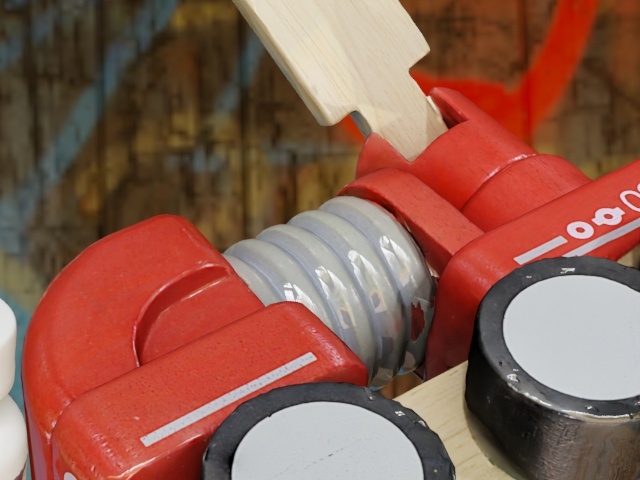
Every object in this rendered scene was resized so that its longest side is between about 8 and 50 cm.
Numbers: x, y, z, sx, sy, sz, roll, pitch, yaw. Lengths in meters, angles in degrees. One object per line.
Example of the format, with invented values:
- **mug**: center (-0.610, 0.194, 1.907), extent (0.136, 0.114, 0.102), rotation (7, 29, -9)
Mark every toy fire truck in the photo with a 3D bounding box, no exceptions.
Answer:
- **toy fire truck**: center (0.000, 0.000, 0.479), extent (0.217, 0.158, 0.246), rotation (-25, 49, -27)

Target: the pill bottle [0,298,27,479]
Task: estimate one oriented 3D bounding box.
- **pill bottle**: center (-0.216, 0.139, 0.877), extent (0.121, 0.221, 0.121), rotation (7, 22, -3)
